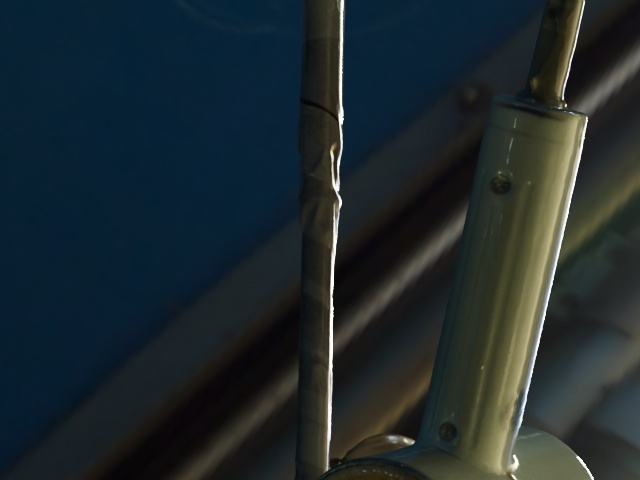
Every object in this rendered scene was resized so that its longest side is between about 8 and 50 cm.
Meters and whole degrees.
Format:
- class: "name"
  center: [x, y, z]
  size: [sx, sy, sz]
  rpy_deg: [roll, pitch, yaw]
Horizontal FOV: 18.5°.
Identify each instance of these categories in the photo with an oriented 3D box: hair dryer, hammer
- class: "hair dryer"
  center: [0.096, 0.033, 0.981]
  size: [0.173, 0.107, 0.357]
  rpy_deg: [-5, -70, -59]
- class: "hammer"
  center: [-0.001, 0.000, 1.217]
  size: [0.152, 0.044, 0.427]
  rpy_deg: [63, -152, -72]

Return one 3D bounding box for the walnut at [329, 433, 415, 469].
- class: "walnut"
  center: [0.051, 0.234, 1.370]
  size: [0.167, 0.087, 0.211]
  rpy_deg: [-48, -36, -24]
